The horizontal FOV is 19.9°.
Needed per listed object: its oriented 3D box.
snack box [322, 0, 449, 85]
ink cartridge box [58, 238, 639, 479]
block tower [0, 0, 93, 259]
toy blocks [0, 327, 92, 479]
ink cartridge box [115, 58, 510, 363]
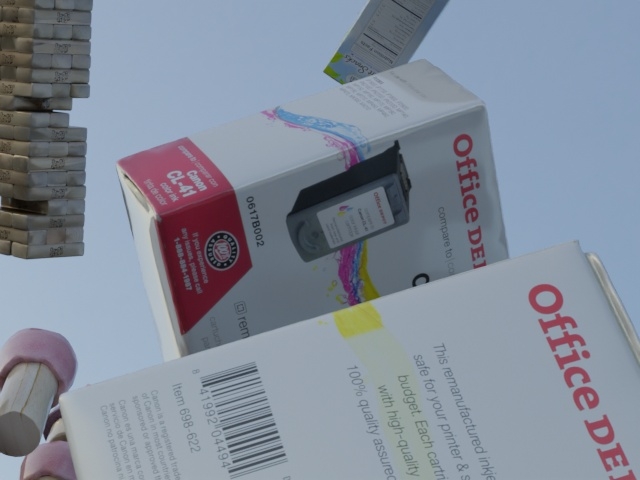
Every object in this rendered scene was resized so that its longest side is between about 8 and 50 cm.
[{"bbox_3d":[0.096,-0.247,1.740,0.070,0.174,0.207,32,-66,-1],"label":"snack box"},{"bbox_3d":[0.049,0.197,1.229,0.384,0.279,0.160,-16,-36,-5],"label":"ink cartridge box"},{"bbox_3d":[-0.330,-0.151,2.117,0.091,0.336,0.097,10,9,40],"label":"block tower"},{"bbox_3d":[-0.322,0.220,1.562,0.288,0.260,0.309,-8,-66,4],"label":"toy blocks"},{"bbox_3d":[0.000,0.000,1.588,0.131,0.306,0.226,-132,-154,-58],"label":"ink cartridge box"}]
